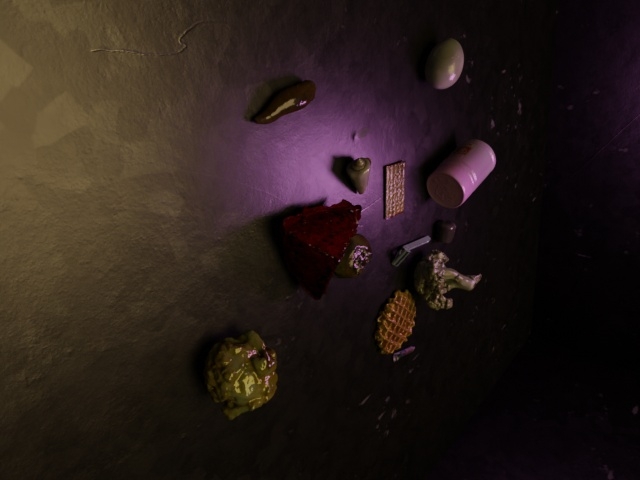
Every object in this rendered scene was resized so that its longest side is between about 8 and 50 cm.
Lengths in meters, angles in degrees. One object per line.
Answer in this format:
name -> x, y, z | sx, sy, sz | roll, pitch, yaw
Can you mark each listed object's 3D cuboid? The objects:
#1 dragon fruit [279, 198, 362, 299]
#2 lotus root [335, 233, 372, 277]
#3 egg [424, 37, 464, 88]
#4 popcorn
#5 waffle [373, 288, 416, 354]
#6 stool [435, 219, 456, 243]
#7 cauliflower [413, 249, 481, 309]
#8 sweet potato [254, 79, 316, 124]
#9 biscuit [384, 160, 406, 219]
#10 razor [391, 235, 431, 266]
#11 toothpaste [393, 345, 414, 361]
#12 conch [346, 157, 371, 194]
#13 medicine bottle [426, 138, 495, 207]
dragon fruit -> -0.009, -0.004, 1.505 | 0.286, 0.227, 0.329 | 107, 8, -50
lotus root -> 0.145, 0.071, 1.695 | 0.203, 0.077, 0.184 | -7, 109, -47
egg -> 0.508, -0.725, 1.752 | 0.151, 0.151, 0.209 | 20, 85, -48
popcorn -> -0.244, 0.414, 1.321 | 0.256, 0.194, 0.255 | 40, 67, -26
waffle -> 0.364, 0.387, 2.041 | 0.329, 0.062, 0.330 | -18, 117, -41
stool -> 0.627, -0.043, 2.150 | 0.096, 0.096, 0.110 | -16, 120, -42
cauliflower -> 0.575, 0.199, 2.036 | 0.260, 0.281, 0.327 | -55, 145, -13
sweet potato -> -0.096, -0.411, 1.281 | 0.243, 0.077, 0.077 | -43, 130, -30
biscuit -> 0.318, -0.214, 1.823 | 0.139, 0.016, 0.232 | -23, 119, -39
razor -> 0.432, 0.028, 2.003 | 0.277, 0.056, 0.111 | -27, 159, -45
toothpaste -> 0.428, 0.575, 2.196 | 0.169, 0.028, 0.045 | -11, 105, -40
conch -> 0.155, -0.244, 1.589 | 0.176, 0.094, 0.105 | 54, 25, -47
medicine bottle -> 0.661, -0.317, 2.010 | 0.316, 0.202, 0.202 | -41, 129, -30
